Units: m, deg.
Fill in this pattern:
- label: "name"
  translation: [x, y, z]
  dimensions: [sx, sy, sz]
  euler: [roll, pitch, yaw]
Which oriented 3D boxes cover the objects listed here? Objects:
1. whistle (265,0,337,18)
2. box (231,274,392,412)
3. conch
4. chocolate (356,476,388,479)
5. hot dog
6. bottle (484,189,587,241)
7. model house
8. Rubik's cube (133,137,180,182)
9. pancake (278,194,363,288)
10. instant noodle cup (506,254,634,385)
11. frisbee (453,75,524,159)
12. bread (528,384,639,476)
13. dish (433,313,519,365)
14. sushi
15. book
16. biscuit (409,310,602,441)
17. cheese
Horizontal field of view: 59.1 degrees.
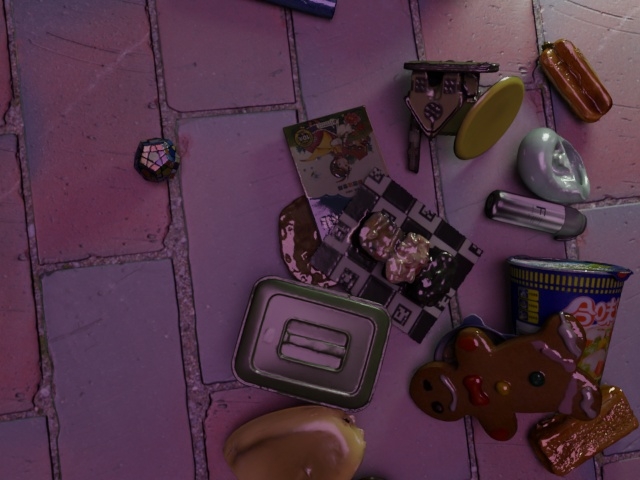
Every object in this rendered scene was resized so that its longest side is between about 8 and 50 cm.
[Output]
- label: "whistle"
  translation: [-0.110, -0.616, 1.397]
  dimensions: [0.304, 0.062, 0.062]
  euler: [13, 86, -6]
- label: "box"
  translation: [-0.026, 0.228, 1.313]
  dimensions: [0.328, 0.178, 0.253]
  euler: [17, 87, -8]
- label: "conch"
  translation: [0.592, -0.186, 1.434]
  dimensions: [0.185, 0.121, 0.221]
  euler: [-39, 96, -17]
- label: "chocolate"
  translation: [0.105, 0.700, 1.287]
  dimensions: [0.225, 0.210, 0.340]
  euler: [17, 94, 3]
- label: "hot dog"
  translation: [0.665, -0.424, 1.482]
  dimensions: [0.104, 0.076, 0.250]
  euler: [-39, 89, 12]
- label: "bottle"
  translation: [0.549, -0.060, 1.445]
  dimensions: [0.253, 0.079, 0.096]
  euler: [12, 107, -6]
- label: "model house"
  translation: [0.313, -0.299, 1.385]
  dimensions: [0.218, 0.205, 0.279]
  euler: [6, 112, 15]
- label: "Rubik's cube"
  translation: [-0.384, -0.189, 1.326]
  dimensions: [0.093, 0.111, 0.111]
  euler: [14, 85, -34]
- label: "pancake"
  translation: [0.000, 0.000, 1.391]
  dimensions: [0.222, 0.042, 0.236]
  euler: [-39, 92, -11]
- label: "instant noodle cup"
  translation: [0.578, 0.206, 1.354]
  dimensions: [0.284, 0.284, 0.312]
  euler: [2, 95, -7]
- label: "frisbee"
  translation: [0.413, -0.291, 1.372]
  dimensions: [0.236, 0.236, 0.017]
  euler: [-40, 61, -7]
- label: "bread"
  translation: [0.664, 0.476, 1.434]
  dimensions: [0.271, 0.077, 0.139]
  euler: [-29, 87, -9]
- label: "dish"
  translation: [0.398, 0.298, 1.384]
  dimensions: [0.228, 0.086, 0.236]
  euler: [22, 108, 18]
- label: "sushi"
  translation: [0.208, 0.042, 1.354]
  dimensions: [0.373, 0.100, 0.296]
  euler: [37, 84, -14]
- label: "book"
  translation: [0.060, -0.161, 1.397]
  dimensions: [0.228, 0.018, 0.322]
  euler: [-19, 85, -13]
- label: "biscuit"
  translation: [0.404, 0.334, 1.298]
  dimensions: [0.432, 0.064, 0.283]
  euler: [-17, 94, 27]
- label: "cheese"
  translation: [-0.043, 0.496, 1.291]
  dimensions: [0.316, 0.128, 0.259]
  euler: [-30, 102, 8]
